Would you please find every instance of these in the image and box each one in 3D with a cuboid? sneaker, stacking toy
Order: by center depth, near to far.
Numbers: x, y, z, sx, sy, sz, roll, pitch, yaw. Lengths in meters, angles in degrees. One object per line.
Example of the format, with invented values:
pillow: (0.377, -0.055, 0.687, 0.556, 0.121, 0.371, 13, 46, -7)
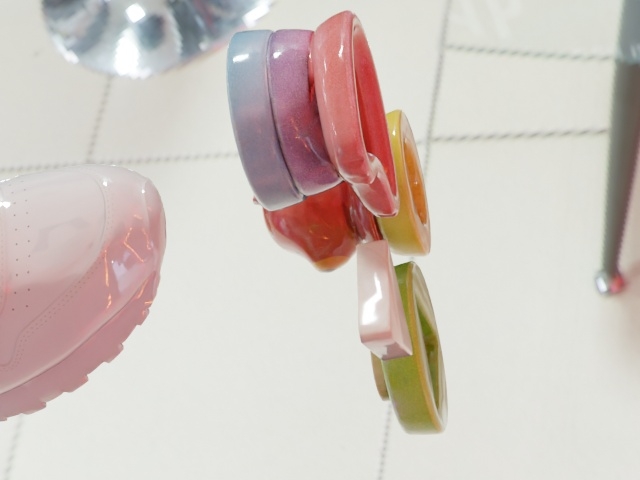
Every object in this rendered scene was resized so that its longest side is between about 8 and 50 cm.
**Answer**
sneaker: (-0.170, 0.023, 0.660, 0.235, 0.095, 0.090, -21, 57, 21)
stacking toy: (0.000, 0.000, 1.242, 0.130, 0.309, 0.279, -10, 65, 11)
